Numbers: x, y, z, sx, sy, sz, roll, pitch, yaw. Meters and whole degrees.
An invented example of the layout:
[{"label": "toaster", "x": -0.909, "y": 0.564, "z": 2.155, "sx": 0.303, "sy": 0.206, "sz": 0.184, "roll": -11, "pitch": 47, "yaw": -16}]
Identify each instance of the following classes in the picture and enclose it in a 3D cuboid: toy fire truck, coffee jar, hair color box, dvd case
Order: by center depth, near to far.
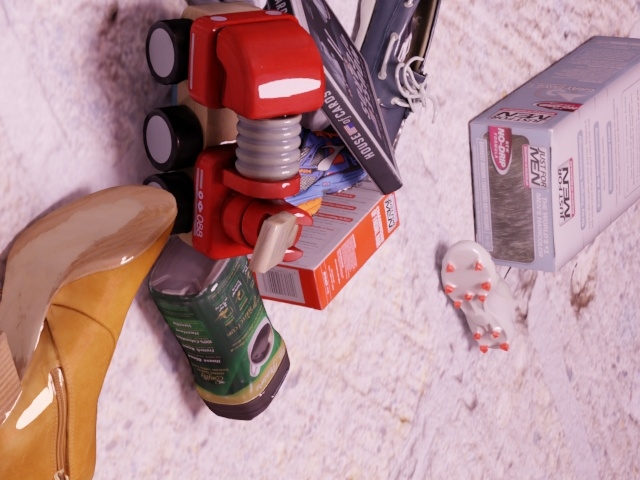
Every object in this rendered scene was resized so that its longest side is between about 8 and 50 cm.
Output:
[{"label": "toy fire truck", "x": -0.057, "y": -0.073, "z": 1.686, "sx": 0.158, "sy": 0.246, "sz": 0.217, "roll": -10, "pitch": 114, "yaw": -35}, {"label": "coffee jar", "x": -0.092, "y": 0.082, "z": 1.870, "sx": 0.096, "sy": 0.079, "sz": 0.184, "roll": -59, "pitch": 142, "yaw": -37}, {"label": "dvd case", "x": 0.006, "y": -0.176, "z": 1.919, "sx": 0.239, "sy": 0.029, "sz": 0.179, "roll": 51, "pitch": 18, "yaw": -47}, {"label": "hair color box", "x": 0.000, "y": 0.000, "z": 1.993, "sx": 0.167, "sy": 0.093, "sz": 0.053, "roll": -47, "pitch": 136, "yaw": -44}, {"label": "hair color box", "x": 0.322, "y": -0.117, "z": 2.494, "sx": 0.374, "sy": 0.113, "sz": 0.185, "roll": -35, "pitch": 127, "yaw": -52}]

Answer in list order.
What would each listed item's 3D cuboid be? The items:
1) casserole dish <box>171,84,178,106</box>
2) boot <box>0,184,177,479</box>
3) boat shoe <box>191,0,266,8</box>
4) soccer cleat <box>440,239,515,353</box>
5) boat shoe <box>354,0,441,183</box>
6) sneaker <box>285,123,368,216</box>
[{"label": "casserole dish", "x": -0.084, "y": -0.150, "z": 1.863, "sx": 0.188, "sy": 0.037, "sz": 0.114, "roll": -7, "pitch": 104, "yaw": -56}, {"label": "boot", "x": -0.211, "y": 0.105, "z": 1.669, "sx": 0.295, "sy": 0.104, "sz": 0.211, "roll": -45, "pitch": 140, "yaw": -39}, {"label": "boat shoe", "x": -0.118, "y": -0.326, "z": 1.710, "sx": 0.335, "sy": 0.121, "sz": 0.119, "roll": 64, "pitch": 36, "yaw": -60}, {"label": "soccer cleat", "x": 0.190, "y": 0.055, "z": 2.369, "sx": 0.196, "sy": 0.068, "sz": 0.076, "roll": 65, "pitch": 29, "yaw": -46}, {"label": "boat shoe", "x": 0.081, "y": -0.179, "z": 2.098, "sx": 0.095, "sy": 0.079, "sz": 0.255, "roll": 26, "pitch": 75, "yaw": -61}, {"label": "sneaker", "x": -0.012, "y": -0.083, "z": 1.970, "sx": 0.221, "sy": 0.083, "sz": 0.087, "roll": -42, "pitch": 119, "yaw": -55}]
